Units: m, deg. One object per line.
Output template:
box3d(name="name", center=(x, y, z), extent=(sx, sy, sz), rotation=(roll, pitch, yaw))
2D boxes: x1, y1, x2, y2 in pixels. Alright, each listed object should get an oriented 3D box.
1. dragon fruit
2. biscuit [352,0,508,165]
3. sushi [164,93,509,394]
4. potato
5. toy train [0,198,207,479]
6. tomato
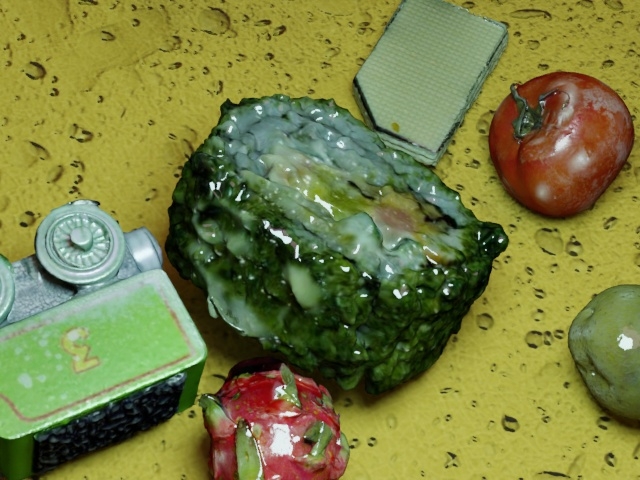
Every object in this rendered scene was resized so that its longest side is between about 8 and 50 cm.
box3d(name="dragon fruit", center=(-0.057, 0.224, 1.748), extent=(0.166, 0.160, 0.172), rotation=(15, 50, -25))
box3d(name="biscuit", center=(0.131, -0.206, 2.140), extent=(0.150, 0.052, 0.252), rotation=(21, 53, 13))
box3d(name="sushi", center=(0.000, 0.000, 1.848), extent=(0.352, 0.178, 0.294), rotation=(36, 35, 13))
box3d(name="potato", center=(0.374, 0.114, 1.882), extent=(0.194, 0.157, 0.157), rotation=(-24, 61, -24))
box3d(name="toy train", center=(-0.287, 0.111, 1.796), extent=(0.307, 0.173, 0.249), rotation=(-21, 69, -21))
box3d(name="tomato", center=(0.289, -0.115, 2.041), extent=(0.187, 0.151, 0.187), rotation=(-22, 51, 30))
